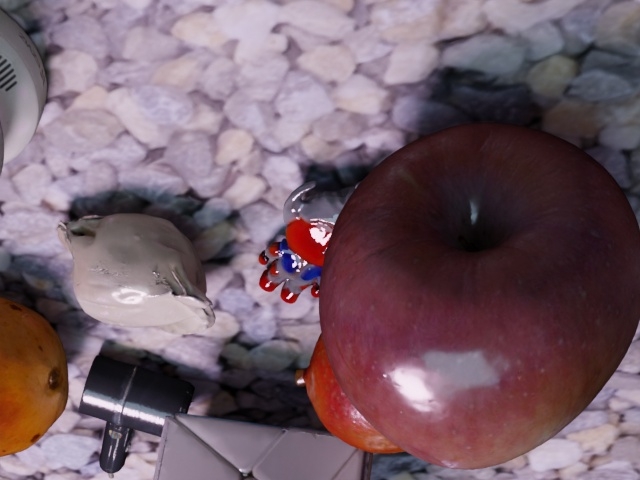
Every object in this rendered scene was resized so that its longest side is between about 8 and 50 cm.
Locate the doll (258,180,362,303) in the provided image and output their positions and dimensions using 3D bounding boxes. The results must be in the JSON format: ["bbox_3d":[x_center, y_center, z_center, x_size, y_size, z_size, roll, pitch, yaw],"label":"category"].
[{"bbox_3d":[0.001,0.000,1.219,0.104,0.062,0.195,41,134,1],"label":"doll"}]

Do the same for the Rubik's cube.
[{"bbox_3d":[-0.072,0.338,1.338,0.231,0.221,0.224,8,155,0],"label":"Rubik's cube"}]

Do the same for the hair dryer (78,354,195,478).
[{"bbox_3d":[-0.231,0.230,1.447,0.124,0.071,0.219,19,135,-4],"label":"hair dryer"}]

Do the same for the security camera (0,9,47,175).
[{"bbox_3d":[-0.371,-0.100,1.104,0.194,0.236,0.194,4,129,5],"label":"security camera"}]

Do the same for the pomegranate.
[{"bbox_3d":[-0.375,0.149,1.340,0.191,0.191,0.191,6,128,7],"label":"pomegranate"}]

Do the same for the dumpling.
[{"bbox_3d":[-0.189,0.042,1.261,0.199,0.118,0.136,27,150,26],"label":"dumpling"}]

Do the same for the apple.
[{"bbox_3d":[0.143,0.049,1.074,0.305,0.306,0.235,0,144,11],"label":"apple"}]

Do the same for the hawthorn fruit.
[{"bbox_3d":[0.064,0.146,1.258,0.188,0.169,0.169,-15,123,21],"label":"hawthorn fruit"}]
